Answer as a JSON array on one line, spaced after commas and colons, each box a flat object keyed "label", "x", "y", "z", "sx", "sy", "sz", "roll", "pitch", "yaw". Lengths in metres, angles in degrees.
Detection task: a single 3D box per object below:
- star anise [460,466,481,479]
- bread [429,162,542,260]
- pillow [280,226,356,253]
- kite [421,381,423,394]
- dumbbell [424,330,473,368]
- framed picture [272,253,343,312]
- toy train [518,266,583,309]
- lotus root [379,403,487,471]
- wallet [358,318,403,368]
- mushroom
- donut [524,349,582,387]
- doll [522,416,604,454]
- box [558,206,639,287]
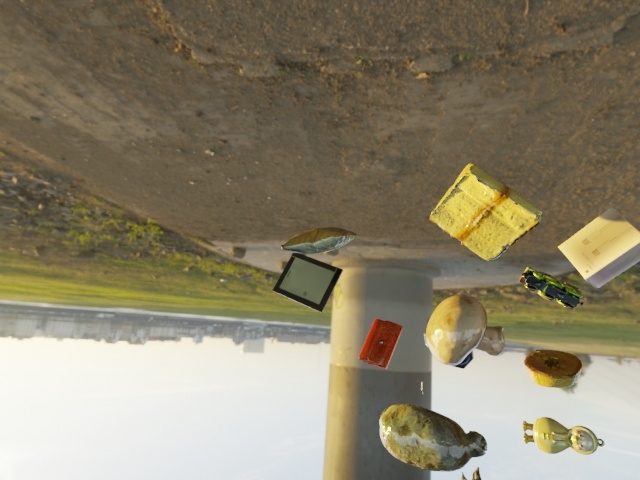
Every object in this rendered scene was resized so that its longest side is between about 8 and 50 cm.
[{"label": "star anise", "x": 0.538, "y": 0.883, "z": 1.392, "sx": 0.181, "sy": 0.204, "sz": 0.061, "roll": 9, "pitch": 135, "yaw": -4}, {"label": "bread", "x": 0.502, "y": -0.076, "z": 1.279, "sx": 0.264, "sy": 0.236, "sz": 0.198, "roll": 37, "pitch": -159, "yaw": 10}, {"label": "pillow", "x": 0.000, "y": 0.000, "z": 1.972, "sx": 0.313, "sy": 0.119, "sz": 0.310, "roll": -10, "pitch": 177, "yaw": 13}, {"label": "kite", "x": 0.448, "y": 0.645, "z": 1.802, "sx": 0.002, "sy": 0.044, "sz": 0.078, "roll": 4, "pitch": 176, "yaw": 7}, {"label": "dumbbell", "x": 0.718, "y": 0.593, "z": 2.318, "sx": 0.143, "sy": 0.156, "sz": 0.316, "roll": 49, "pitch": 175, "yaw": -16}, {"label": "framed picture", "x": -0.074, "y": 0.220, "z": 2.260, "sx": 0.347, "sy": 0.264, "sz": 0.016, "roll": 18, "pitch": 163, "yaw": 31}, {"label": "toy train", "x": 1.128, "y": 0.229, "z": 2.012, "sx": 0.297, "sy": 0.100, "sz": 0.160, "roll": 28, "pitch": -159, "yaw": 11}, {"label": "lotus root", "x": 0.317, "y": 0.594, "z": 1.234, "sx": 0.175, "sy": 0.174, "sz": 0.350, "roll": 15, "pitch": 164, "yaw": -41}, {"label": "wallet", "x": 0.267, "y": 0.454, "z": 1.820, "sx": 0.143, "sy": 0.204, "sz": 0.045, "roll": 11, "pitch": 150, "yaw": 34}, {"label": "mushroom", "x": 0.586, "y": 0.377, "z": 1.650, "sx": 0.290, "sy": 0.297, "sz": 0.297, "roll": 28, "pitch": 169, "yaw": 6}, {"label": "donut", "x": 0.766, "y": 0.425, "z": 1.349, "sx": 0.179, "sy": 0.065, "sz": 0.162, "roll": -14, "pitch": -167, "yaw": -32}, {"label": "doll", "x": 0.989, "y": 0.806, "z": 1.682, "sx": 0.117, "sy": 0.141, "sz": 0.297, "roll": 22, "pitch": 153, "yaw": -34}, {"label": "box", "x": 1.102, "y": 0.027, "z": 1.585, "sx": 0.106, "sy": 0.203, "sz": 0.251, "roll": 27, "pitch": 122, "yaw": -25}]
